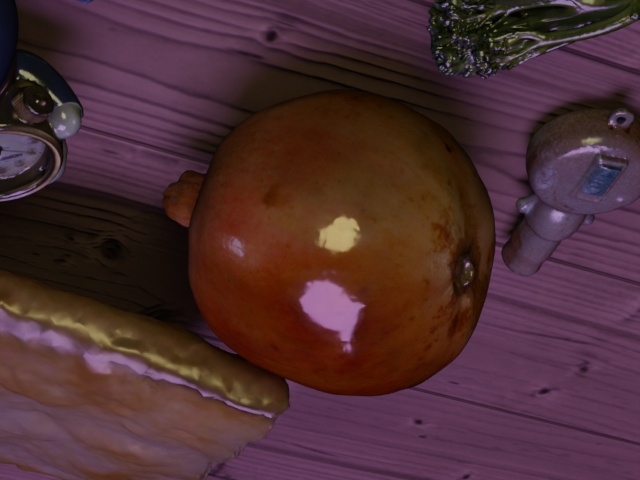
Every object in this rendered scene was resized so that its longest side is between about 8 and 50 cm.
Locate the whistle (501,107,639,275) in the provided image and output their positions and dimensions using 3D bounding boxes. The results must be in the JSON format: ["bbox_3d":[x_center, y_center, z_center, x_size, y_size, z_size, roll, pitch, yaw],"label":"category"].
[{"bbox_3d":[0.209,-0.039,1.566,0.107,0.057,0.220,11,144,-15],"label":"whistle"}]

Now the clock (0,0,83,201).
[{"bbox_3d":[-0.289,-0.127,1.379,0.199,0.147,0.243,-10,147,6],"label":"clock"}]

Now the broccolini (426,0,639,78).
[{"bbox_3d":[0.259,-0.210,1.347,0.392,0.079,0.074,-21,128,16],"label":"broccolini"}]

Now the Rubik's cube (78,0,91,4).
[{"bbox_3d":[-0.163,-0.220,1.292,0.093,0.111,0.111,9,151,31],"label":"Rubik's cube"}]

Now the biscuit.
[{"bbox_3d":[-0.275,0.123,1.693,0.446,0.104,0.429,20,158,-5],"label":"biscuit"}]

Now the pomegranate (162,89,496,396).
[{"bbox_3d":[0.000,0.000,1.487,0.270,0.229,0.252,11,160,25],"label":"pomegranate"}]
